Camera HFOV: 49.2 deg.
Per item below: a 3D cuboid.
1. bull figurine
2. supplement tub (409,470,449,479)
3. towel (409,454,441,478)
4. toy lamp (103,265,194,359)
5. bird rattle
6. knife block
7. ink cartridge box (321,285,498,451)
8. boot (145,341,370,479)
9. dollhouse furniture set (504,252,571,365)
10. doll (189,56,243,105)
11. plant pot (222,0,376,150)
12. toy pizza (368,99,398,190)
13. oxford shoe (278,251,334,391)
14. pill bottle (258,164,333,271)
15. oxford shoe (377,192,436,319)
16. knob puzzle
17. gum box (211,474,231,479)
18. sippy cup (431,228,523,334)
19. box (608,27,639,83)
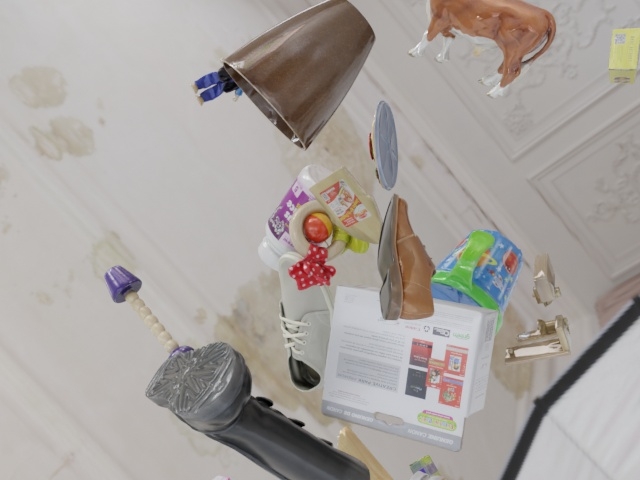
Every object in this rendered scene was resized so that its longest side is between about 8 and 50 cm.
[{"bbox_3d":[0.271,-0.398,1.275,0.310,0.188,0.101,38,-147,29],"label":"bull figurine"},{"bbox_3d":[0.272,0.585,1.467,0.200,0.144,0.144,20,-165,29],"label":"supplement tub"},{"bbox_3d":[0.259,0.570,1.697,0.083,0.060,0.009,63,177,6],"label":"towel"},{"bbox_3d":[-0.390,0.168,1.576,0.274,0.080,0.080,47,-153,14],"label":"toy lamp"},{"bbox_3d":[0.000,0.000,1.828,0.253,0.143,0.207,-36,-87,-19],"label":"bird rattle"},{"bbox_3d":[0.151,0.606,1.698,0.242,0.088,0.275,5,-121,4],"label":"knife block"},{"bbox_3d":[0.175,0.247,1.416,0.130,0.310,0.271,7,-87,-63],"label":"ink cartridge box"},{"bbox_3d":[-0.083,0.377,1.327,0.445,0.367,0.146,42,-112,-18],"label":"boot"},{"bbox_3d":[0.402,0.133,1.361,0.151,0.123,0.144,67,-155,-15],"label":"dollhouse furniture set"},{"bbox_3d":[-0.256,-0.435,1.918,0.046,0.189,0.129,50,165,54],"label":"doll"},{"bbox_3d":[-0.019,-0.317,1.254,0.215,0.230,0.215,46,178,2],"label":"plant pot"},{"bbox_3d":[0.138,-0.210,1.561,0.201,0.032,0.201,-3,-90,-72],"label":"toy pizza"},{"bbox_3d":[-0.046,0.244,1.961,0.130,0.169,0.449,-32,-56,-40],"label":"oxford shoe"},{"bbox_3d":[-0.052,-0.054,1.996,0.169,0.301,0.169,28,-152,-16],"label":"pill bottle"},{"bbox_3d":[0.122,0.024,0.984,0.076,0.076,0.212,6,-127,-7],"label":"oxford shoe"},{"bbox_3d":[0.078,-0.074,1.600,0.030,0.213,0.213,-43,-85,-28],"label":"knob puzzle"},{"bbox_3d":[-0.258,0.638,1.605,0.188,0.062,0.107,-36,-78,-35],"label":"gum box"},{"bbox_3d":[0.406,0.098,1.817,0.240,0.305,0.224,43,-115,-7],"label":"sippy cup"},{"bbox_3d":[0.664,-0.399,1.529,0.232,0.058,0.087,-13,-71,-66],"label":"box"}]
